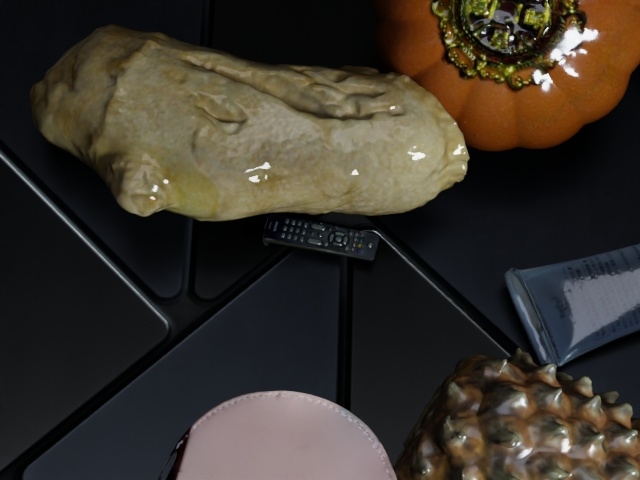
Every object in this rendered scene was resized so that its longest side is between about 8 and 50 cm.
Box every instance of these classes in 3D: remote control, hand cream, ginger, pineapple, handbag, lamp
[{"bbox_3d":[0.000,0.000,1.408,0.091,0.016,0.034,11,45,4],"label":"remote control"},{"bbox_3d":[0.275,0.023,1.382,0.256,0.055,0.088,-17,70,-8],"label":"hand cream"},{"bbox_3d":[-0.059,-0.085,1.392,0.354,0.126,0.190,5,40,4],"label":"ginger"},{"bbox_3d":[0.225,0.213,1.223,0.361,0.175,0.175,31,64,5],"label":"pineapple"},{"bbox_3d":[-0.037,0.208,1.234,0.179,0.116,0.205,10,62,5],"label":"handbag"},{"bbox_3d":[0.151,-0.180,1.409,0.223,0.196,0.223,1,96,9],"label":"lamp"}]
